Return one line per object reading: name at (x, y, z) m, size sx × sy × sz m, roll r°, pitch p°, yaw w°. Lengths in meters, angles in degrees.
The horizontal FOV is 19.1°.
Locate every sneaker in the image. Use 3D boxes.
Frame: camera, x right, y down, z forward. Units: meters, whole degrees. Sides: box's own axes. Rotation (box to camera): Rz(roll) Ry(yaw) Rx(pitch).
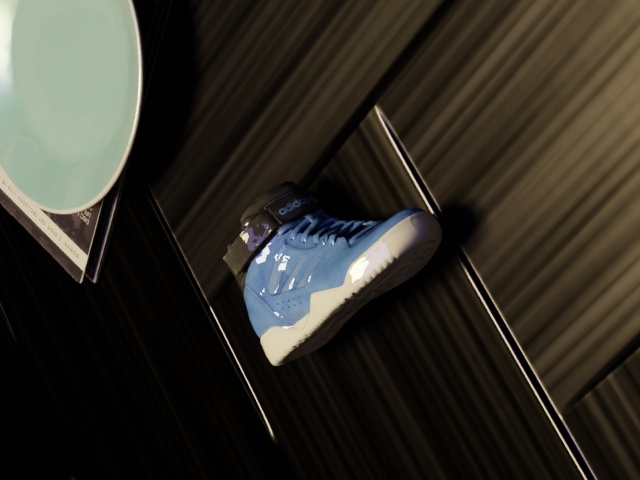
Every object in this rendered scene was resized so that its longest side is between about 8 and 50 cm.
sneaker at (-0.001, 0.000, 1.012) m, size 0.084 × 0.058 × 0.152 m, roll 61°, pitch 143°, yaw 11°

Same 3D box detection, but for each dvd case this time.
dvd case at (-0.167, -0.107, 1.223) m, size 0.164 × 0.018 × 0.221 m, roll 41°, pitch 124°, yaw 37°

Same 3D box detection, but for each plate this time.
plate at (-0.159, -0.110, 1.181) m, size 0.188 × 0.024 × 0.188 m, roll 9°, pitch 102°, yaw 48°
